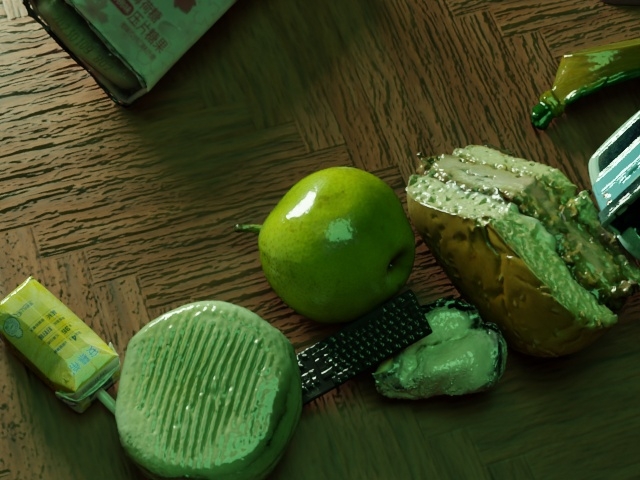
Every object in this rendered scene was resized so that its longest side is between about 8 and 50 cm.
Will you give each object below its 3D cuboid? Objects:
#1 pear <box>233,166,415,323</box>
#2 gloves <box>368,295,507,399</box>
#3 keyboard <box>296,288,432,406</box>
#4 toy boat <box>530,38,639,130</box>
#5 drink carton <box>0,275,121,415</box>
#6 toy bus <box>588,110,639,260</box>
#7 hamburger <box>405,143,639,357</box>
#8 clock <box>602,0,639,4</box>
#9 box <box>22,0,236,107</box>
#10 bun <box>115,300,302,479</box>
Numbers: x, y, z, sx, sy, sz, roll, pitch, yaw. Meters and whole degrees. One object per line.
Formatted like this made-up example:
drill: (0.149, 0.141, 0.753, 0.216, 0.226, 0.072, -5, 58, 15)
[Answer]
pear: (0.000, 0.000, 1.976, 0.216, 0.166, 0.180, 16, 68, 35)
gloves: (0.133, 0.124, 1.939, 0.153, 0.070, 0.114, -8, 61, 11)
keyboard: (0.025, 0.128, 1.922, 0.204, 0.013, 0.061, -30, 57, 7)
toy boat: (0.366, -0.202, 2.169, 0.229, 0.089, 0.088, -13, 100, -12)
drink carton: (-0.276, 0.134, 1.910, 0.200, 0.074, 0.084, 39, 64, 19)
toy bus: (0.438, -0.027, 1.969, 0.271, 0.133, 0.165, 34, 24, -26)
hamburger: (0.231, 0.015, 1.969, 0.155, 0.245, 0.282, -26, 19, -36)
clock: (0.429, -0.367, 2.279, 0.153, 0.050, 0.110, 2, 59, -4)
box: (-0.183, -0.350, 2.152, 0.190, 0.112, 0.369, 45, 62, -11)
bun: (-0.118, 0.175, 1.876, 0.221, 0.108, 0.221, -2, 64, 4)
